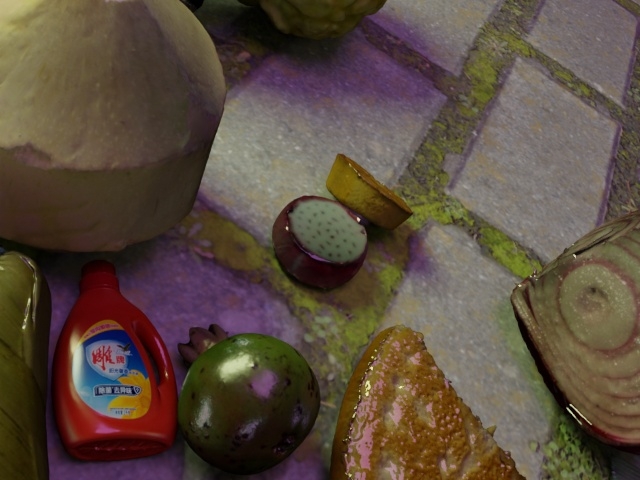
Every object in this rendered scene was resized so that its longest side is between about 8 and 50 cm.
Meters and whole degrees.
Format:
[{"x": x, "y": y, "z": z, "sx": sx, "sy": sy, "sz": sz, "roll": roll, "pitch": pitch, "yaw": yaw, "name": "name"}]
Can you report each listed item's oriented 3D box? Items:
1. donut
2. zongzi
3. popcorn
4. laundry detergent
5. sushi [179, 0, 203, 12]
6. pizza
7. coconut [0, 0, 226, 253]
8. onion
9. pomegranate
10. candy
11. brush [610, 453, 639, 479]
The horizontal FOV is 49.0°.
[{"x": 0.051, "y": -0.051, "z": 0.778, "sx": 0.108, "sy": 0.043, "sz": 0.097, "roll": 38, "pitch": 11, "yaw": 11, "name": "donut"}, {"x": -0.197, "y": 0.132, "z": 0.458, "sx": 0.256, "sy": 0.115, "sz": 0.228, "roll": 30, "pitch": 45, "yaw": -2, "name": "zongzi"}, {"x": -0.006, "y": -0.380, "z": 0.926, "sx": 0.212, "sy": 0.259, "sz": 0.259, "roll": 10, "pitch": 46, "yaw": -55, "name": "popcorn"}, {"x": -0.165, "y": 0.088, "z": 0.561, "sx": 0.097, "sy": 0.049, "sz": 0.165, "roll": 11, "pitch": 48, "yaw": -36, "name": "laundry detergent"}, {"x": -0.263, "y": -0.291, "z": 0.738, "sx": 0.273, "sy": 0.109, "sz": 0.134, "roll": 9, "pitch": 23, "yaw": -44, "name": "sushi"}, {"x": 0.099, "y": 0.188, "z": 0.624, "sx": 0.199, "sy": 0.062, "sz": 0.188, "roll": 32, "pitch": 58, "yaw": -11, "name": "pizza"}, {"x": -0.198, "y": -0.119, "z": 0.571, "sx": 0.259, "sy": 0.259, "sz": 0.259, "roll": 15, "pitch": 49, "yaw": -18, "name": "coconut"}, {"x": 0.358, "y": 0.086, "z": 0.738, "sx": 0.230, "sy": 0.272, "sz": 0.256, "roll": -1, "pitch": 88, "yaw": -43, "name": "onion"}, {"x": -0.067, "y": 0.117, "z": 0.561, "sx": 0.114, "sy": 0.115, "sz": 0.142, "roll": -14, "pitch": 37, "yaw": -36, "name": "pomegranate"}, {"x": 0.000, "y": 0.000, "z": 0.728, "sx": 0.103, "sy": 0.043, "sz": 0.103, "roll": 15, "pitch": 49, "yaw": -18, "name": "candy"}, {"x": 0.390, "y": 0.303, "z": 0.727, "sx": 0.218, "sy": 0.010, "sz": 0.082, "roll": 29, "pitch": 45, "yaw": -7, "name": "brush"}]
